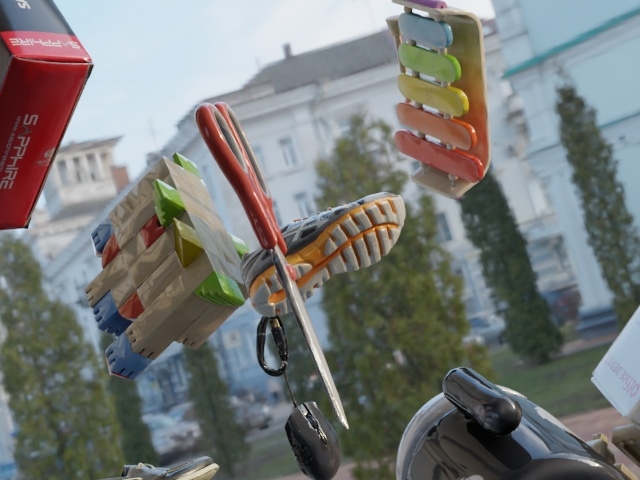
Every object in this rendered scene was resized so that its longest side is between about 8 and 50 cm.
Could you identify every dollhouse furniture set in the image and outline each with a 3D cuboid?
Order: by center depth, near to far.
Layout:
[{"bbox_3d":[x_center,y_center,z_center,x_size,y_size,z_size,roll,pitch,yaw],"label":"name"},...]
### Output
[{"bbox_3d":[0.440,0.369,1.585,0.151,0.144,0.123,-23,36,43],"label":"dollhouse furniture set"}]

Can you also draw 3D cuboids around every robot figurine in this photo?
[{"bbox_3d":[0.180,0.239,0.988,0.173,0.209,0.278,14,9,-22],"label":"robot figurine"}]

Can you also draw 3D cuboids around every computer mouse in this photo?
[{"bbox_3d":[-0.027,0.209,1.434,0.071,0.242,0.041,-25,6,-38],"label":"computer mouse"}]

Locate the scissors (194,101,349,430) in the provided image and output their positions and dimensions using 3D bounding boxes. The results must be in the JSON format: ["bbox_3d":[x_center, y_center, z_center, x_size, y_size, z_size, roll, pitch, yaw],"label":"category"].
[{"bbox_3d":[-0.031,0.013,0.885,0.021,0.297,0.109,-27,-8,7],"label":"scissors"}]

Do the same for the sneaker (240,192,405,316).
[{"bbox_3d":[0.000,0.000,1.239,0.214,0.083,0.084,-29,-49,-12],"label":"sneaker"}]

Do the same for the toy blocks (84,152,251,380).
[{"bbox_3d":[-0.270,0.055,1.761,0.261,0.381,0.190,-44,-44,16],"label":"toy blocks"}]

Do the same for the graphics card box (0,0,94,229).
[{"bbox_3d":[-0.386,-0.217,1.146,0.094,0.371,0.233,-5,-40,-41],"label":"graphics card box"}]

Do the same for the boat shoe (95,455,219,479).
[{"bbox_3d":[-0.253,0.350,1.551,0.233,0.079,0.084,-14,-30,-34],"label":"boat shoe"}]

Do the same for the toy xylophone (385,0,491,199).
[{"bbox_3d":[0.169,-0.229,1.651,0.081,0.323,0.236,-24,24,-26],"label":"toy xylophone"}]

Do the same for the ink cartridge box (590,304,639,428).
[{"bbox_3d":[0.460,0.095,1.253,0.289,0.121,0.211,-57,1,8],"label":"ink cartridge box"}]
